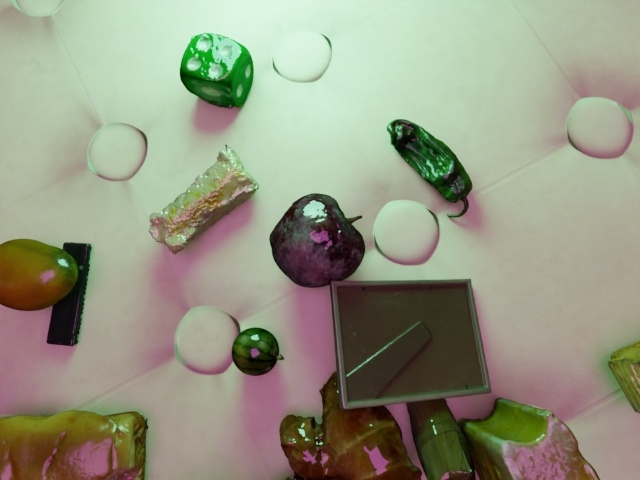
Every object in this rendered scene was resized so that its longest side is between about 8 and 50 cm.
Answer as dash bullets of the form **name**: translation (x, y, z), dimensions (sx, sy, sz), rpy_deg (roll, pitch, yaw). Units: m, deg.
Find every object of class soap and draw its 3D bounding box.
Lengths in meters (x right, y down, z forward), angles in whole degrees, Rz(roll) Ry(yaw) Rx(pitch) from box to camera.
- **soap**: translation (0.371, 0.417, 0.736), dimensions (0.143, 0.281, 0.259), rpy_deg (-25, 72, -4)

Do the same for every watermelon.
- **watermelon**: translation (-0.130, 0.231, 0.899), dimensions (0.109, 0.109, 0.108), rpy_deg (0, 81, 3)

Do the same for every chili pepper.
- **chili pepper**: translation (0.247, -0.170, 0.958), dimensions (0.100, 0.074, 0.257), rpy_deg (-41, 77, -1)

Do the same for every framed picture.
- **framed picture**: translation (0.179, 0.193, 0.854), dimensions (0.325, 0.020, 0.240), rpy_deg (0, 73, -18)

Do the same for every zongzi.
- **zongzi**: translation (0.249, 0.410, 0.875), dimensions (0.094, 0.204, 0.204), rpy_deg (-26, 40, 11)

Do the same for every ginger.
- **ginger**: translation (0.049, 0.445, 0.834), dimensions (0.275, 0.152, 0.357), rpy_deg (3, 80, 24)

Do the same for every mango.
- **mango**: translation (-0.619, 0.077, 0.927), dimensions (0.221, 0.120, 0.151), rpy_deg (14, 85, 20)

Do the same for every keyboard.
- **keyboard**: translation (-0.564, 0.118, 0.978), dimensions (0.072, 0.023, 0.230), rpy_deg (2, 81, 11)

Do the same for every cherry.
- **cherry**: translation (-0.007, 0.008, 0.890), dimensions (0.195, 0.195, 0.195), rpy_deg (0, 81, 3)

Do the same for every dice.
- **dice**: translation (-0.231, -0.383, 0.984), dimensions (0.129, 0.131, 0.120), rpy_deg (19, 82, 8)

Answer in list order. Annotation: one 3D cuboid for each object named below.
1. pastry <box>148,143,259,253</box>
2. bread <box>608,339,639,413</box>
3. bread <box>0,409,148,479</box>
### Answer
- **pastry**: translation (-0.255, -0.081, 0.958), dimensions (0.258, 0.089, 0.121), rpy_deg (-45, 77, -3)
- **bread**: translation (0.689, 0.235, 0.813), dimensions (0.250, 0.179, 0.133), rpy_deg (-22, 72, -10)
- **bread**: translation (-0.528, 0.439, 0.859), dimensions (0.344, 0.149, 0.195), rpy_deg (-4, 81, 2)
